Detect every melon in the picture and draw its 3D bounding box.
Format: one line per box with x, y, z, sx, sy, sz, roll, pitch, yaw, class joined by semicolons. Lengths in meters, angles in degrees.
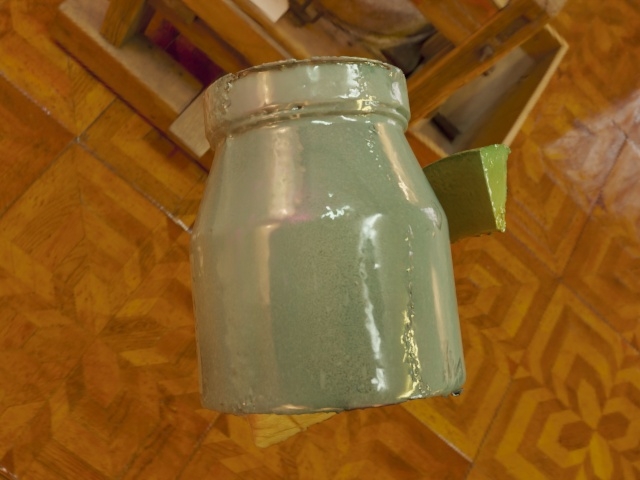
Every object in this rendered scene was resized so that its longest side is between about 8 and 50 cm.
0.145;-0.033;0.892;0.053;0.262;0.114;-30;86;-35;melon

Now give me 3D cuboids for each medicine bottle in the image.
0.000;0.000;0.673;0.245;0.245;0.289;-1;84;-27;medicine bottle

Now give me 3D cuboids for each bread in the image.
-0.107;0.190;1.077;0.264;0.163;0.167;37;28;-55;bread
